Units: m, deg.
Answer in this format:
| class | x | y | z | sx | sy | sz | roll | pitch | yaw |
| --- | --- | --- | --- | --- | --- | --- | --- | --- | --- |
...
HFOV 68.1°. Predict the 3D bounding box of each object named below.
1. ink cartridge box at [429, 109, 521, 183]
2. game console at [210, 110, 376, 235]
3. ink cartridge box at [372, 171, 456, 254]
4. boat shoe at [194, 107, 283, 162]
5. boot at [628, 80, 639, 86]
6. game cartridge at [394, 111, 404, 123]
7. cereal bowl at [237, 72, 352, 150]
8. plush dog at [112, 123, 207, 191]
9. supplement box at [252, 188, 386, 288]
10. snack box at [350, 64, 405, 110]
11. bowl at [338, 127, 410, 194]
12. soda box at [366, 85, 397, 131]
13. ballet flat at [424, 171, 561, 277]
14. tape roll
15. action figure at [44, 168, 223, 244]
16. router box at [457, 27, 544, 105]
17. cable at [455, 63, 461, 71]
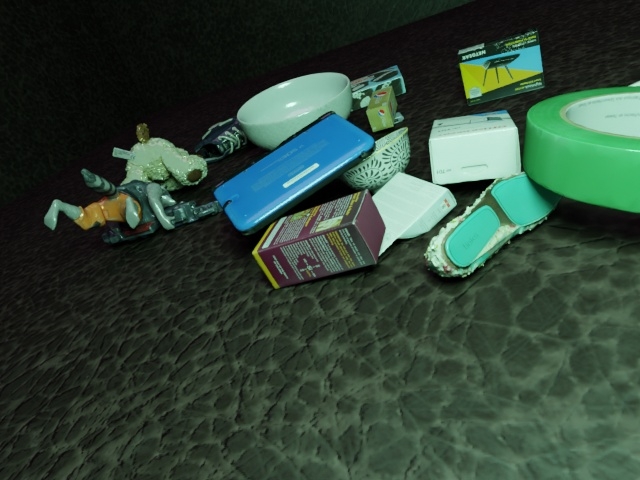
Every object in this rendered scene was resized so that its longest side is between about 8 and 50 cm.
| class | x | y | z | sx | sy | sz | roll | pitch | yaw |
| --- | --- | --- | --- | --- | --- | --- | --- | --- | --- |
| ink cartridge box | 0.270 | -0.170 | 0.842 | 0.139 | 0.082 | 0.191 | -4 | 20 | 18 |
| game console | -0.046 | -0.105 | 0.947 | 0.293 | 0.173 | 0.250 | -35 | 43 | -7 |
| ink cartridge box | 0.123 | -0.033 | 0.818 | 0.179 | 0.045 | 0.145 | -46 | 31 | -4 |
| boat shoe | -0.267 | -0.348 | 1.583 | 0.340 | 0.127 | 0.158 | -14 | 34 | 33 |
| boot | 0.607 | -0.263 | 0.832 | 0.190 | 0.069 | 0.086 | -8 | 23 | 9 |
| game cartridge | 0.185 | -0.331 | 1.308 | 0.083 | 0.017 | 0.056 | -19 | 24 | 7 |
| cereal bowl | -0.062 | -0.358 | 1.385 | 0.339 | 0.141 | 0.339 | -14 | 34 | 10 |
| plush dog | -0.468 | -0.215 | 1.413 | 0.262 | 0.211 | 0.225 | -25 | -9 | -2 |
| supplement box | 0.000 | 0.000 | 0.763 | 0.188 | 0.081 | 0.104 | -16 | 28 | 28 |
| snack box | 0.118 | -0.494 | 1.599 | 0.322 | 0.060 | 0.187 | -16 | 28 | 13 |
| bowl | 0.116 | -0.143 | 0.936 | 0.170 | 0.080 | 0.170 | -31 | 12 | 8 |
| soda box | 0.169 | -0.360 | 1.287 | 0.058 | 0.061 | 0.181 | -12 | 29 | 21 |
| ballet flat | 0.235 | -0.027 | 0.667 | 0.241 | 0.091 | 0.077 | -29 | -5 | -21 |
| tape roll | 0.440 | -0.131 | 0.620 | 0.321 | 0.077 | 0.321 | -6 | 29 | 3 |
| action figure | -0.428 | -0.096 | 1.146 | 0.341 | 0.179 | 0.330 | -15 | 8 | 6 |
| router box | 0.436 | -0.416 | 1.145 | 0.179 | 0.133 | 0.046 | -9 | 30 | 26 |
| cable | 0.507 | -0.543 | 1.412 | 0.184 | 0.047 | 0.150 | -25 | 28 | -5 |
